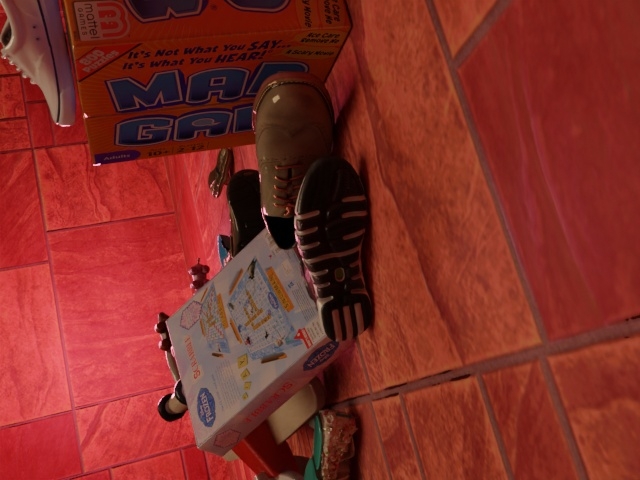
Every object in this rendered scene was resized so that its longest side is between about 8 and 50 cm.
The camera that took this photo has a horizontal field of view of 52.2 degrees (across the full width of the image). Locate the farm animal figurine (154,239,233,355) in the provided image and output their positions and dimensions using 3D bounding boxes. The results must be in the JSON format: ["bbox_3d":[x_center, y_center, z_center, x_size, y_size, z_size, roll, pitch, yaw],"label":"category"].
[{"bbox_3d":[-0.267,0.219,1.749,0.327,0.330,0.172,46,160,2],"label":"farm animal figurine"}]

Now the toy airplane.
[{"bbox_3d":[-0.119,0.374,1.388,0.386,0.272,0.384,11,128,32],"label":"toy airplane"}]

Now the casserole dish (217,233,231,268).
[{"bbox_3d":[-0.272,0.057,1.958,0.188,0.037,0.114,-121,27,-50],"label":"casserole dish"}]

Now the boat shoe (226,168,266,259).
[{"bbox_3d":[-0.138,0.012,1.415,0.120,0.122,0.324,131,135,-74],"label":"boat shoe"}]

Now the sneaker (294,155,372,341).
[{"bbox_3d":[0.000,0.000,0.986,0.162,0.106,0.281,-133,36,-64],"label":"sneaker"}]

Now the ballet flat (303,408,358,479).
[{"bbox_3d":[0.020,0.394,1.162,0.091,0.077,0.241,-109,23,-50],"label":"ballet flat"}]

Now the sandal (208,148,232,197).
[{"bbox_3d":[-0.267,-0.183,1.803,0.072,0.049,0.180,62,141,30],"label":"sandal"}]

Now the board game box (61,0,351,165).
[{"bbox_3d":[-0.209,-0.367,1.005,0.356,0.356,0.356,131,127,-68],"label":"board game box"}]

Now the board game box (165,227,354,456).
[{"bbox_3d":[-0.127,0.164,1.188,0.066,0.318,0.319,38,-165,-40],"label":"board game box"}]

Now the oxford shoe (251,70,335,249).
[{"bbox_3d":[-0.037,-0.106,0.981,0.348,0.122,0.130,91,176,-62],"label":"oxford shoe"}]

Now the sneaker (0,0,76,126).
[{"bbox_3d":[-0.419,-0.280,0.960,0.258,0.091,0.094,97,155,-44],"label":"sneaker"}]

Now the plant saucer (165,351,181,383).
[{"bbox_3d":[-0.280,0.381,1.884,0.400,0.100,0.400,52,-169,-15],"label":"plant saucer"}]
